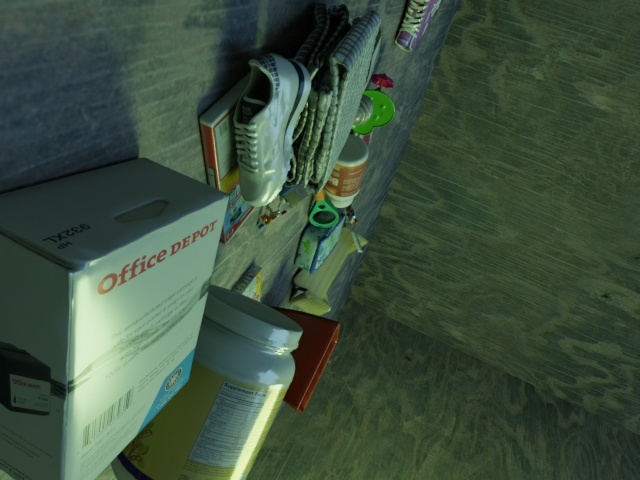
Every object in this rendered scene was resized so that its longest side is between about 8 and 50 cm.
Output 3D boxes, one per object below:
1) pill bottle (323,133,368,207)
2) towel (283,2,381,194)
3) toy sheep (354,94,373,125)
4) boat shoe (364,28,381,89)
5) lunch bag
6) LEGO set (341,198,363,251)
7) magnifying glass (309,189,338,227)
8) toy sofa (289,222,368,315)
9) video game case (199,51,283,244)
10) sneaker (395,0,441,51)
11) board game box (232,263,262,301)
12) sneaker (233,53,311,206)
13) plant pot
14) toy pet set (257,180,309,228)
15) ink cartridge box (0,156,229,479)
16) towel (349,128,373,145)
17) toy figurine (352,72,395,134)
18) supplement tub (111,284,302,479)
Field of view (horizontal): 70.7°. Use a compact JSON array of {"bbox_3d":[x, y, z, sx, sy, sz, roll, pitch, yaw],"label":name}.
[{"bbox_3d":[0.067,-0.198,1.331,0.121,0.121,0.216,-59,167,-32],"label":"pill bottle"},{"bbox_3d":[0.001,-0.262,0.832,0.283,0.122,0.234,103,8,-51],"label":"towel"},{"bbox_3d":[0.097,-0.355,1.226,0.132,0.091,0.091,-56,166,-39],"label":"toy sheep"},{"bbox_3d":[0.097,-0.416,1.115,0.081,0.079,0.227,54,57,-72],"label":"boat shoe"},{"bbox_3d":[0.000,0.000,1.535,0.219,0.090,0.176,-51,164,-49],"label":"lunch bag"},{"bbox_3d":[0.122,-0.077,1.650,0.060,0.244,0.182,-21,174,8],"label":"LEGO set"},{"bbox_3d":[0.002,-0.110,1.353,0.230,0.092,0.026,77,8,-55],"label":"magnifying glass"},{"bbox_3d":[0.013,0.096,1.723,0.362,0.177,0.150,-59,-168,-31],"label":"toy sofa"},{"bbox_3d":[-0.127,-0.148,0.782,0.204,0.025,0.285,-58,166,-35],"label":"video game case"},{"bbox_3d":[0.303,-0.704,1.424,0.161,0.102,0.282,-61,169,-6],"label":"sneaker"},{"bbox_3d":[-0.185,0.144,1.125,0.103,0.026,0.154,-56,165,-39],"label":"board game box"},{"bbox_3d":[-0.094,-0.158,0.677,0.095,0.090,0.234,-25,136,-55],"label":"sneaker"},{"bbox_3d":[-0.105,0.350,1.395,0.267,0.236,0.267,88,28,-66],"label":"plant pot"},{"bbox_3d":[-0.092,-0.095,1.032,0.114,0.065,0.122,-31,-175,31],"label":"toy pet set"},{"bbox_3d":[-0.236,0.086,0.498,0.223,0.129,0.307,-45,157,-61],"label":"ink cartridge box"},{"bbox_3d":[0.133,-0.341,1.563,0.329,0.037,0.237,-57,167,-37],"label":"towel"},{"bbox_3d":[0.168,-0.431,1.377,0.173,0.130,0.159,-56,-169,54],"label":"toy figurine"},{"bbox_3d":[-0.192,0.269,0.804,0.331,0.241,0.241,-65,169,-3],"label":"supplement tub"}]
